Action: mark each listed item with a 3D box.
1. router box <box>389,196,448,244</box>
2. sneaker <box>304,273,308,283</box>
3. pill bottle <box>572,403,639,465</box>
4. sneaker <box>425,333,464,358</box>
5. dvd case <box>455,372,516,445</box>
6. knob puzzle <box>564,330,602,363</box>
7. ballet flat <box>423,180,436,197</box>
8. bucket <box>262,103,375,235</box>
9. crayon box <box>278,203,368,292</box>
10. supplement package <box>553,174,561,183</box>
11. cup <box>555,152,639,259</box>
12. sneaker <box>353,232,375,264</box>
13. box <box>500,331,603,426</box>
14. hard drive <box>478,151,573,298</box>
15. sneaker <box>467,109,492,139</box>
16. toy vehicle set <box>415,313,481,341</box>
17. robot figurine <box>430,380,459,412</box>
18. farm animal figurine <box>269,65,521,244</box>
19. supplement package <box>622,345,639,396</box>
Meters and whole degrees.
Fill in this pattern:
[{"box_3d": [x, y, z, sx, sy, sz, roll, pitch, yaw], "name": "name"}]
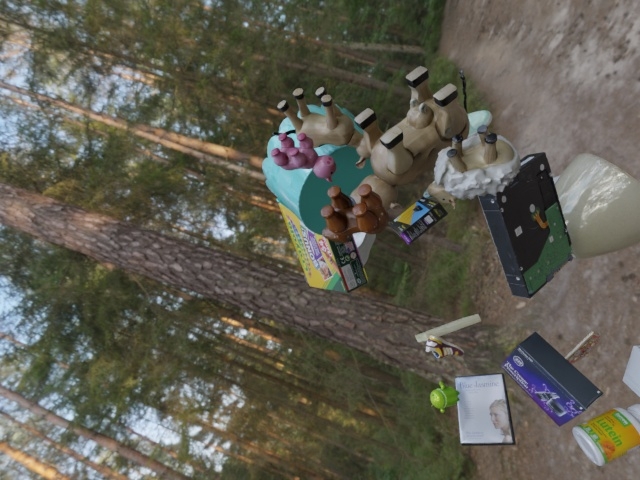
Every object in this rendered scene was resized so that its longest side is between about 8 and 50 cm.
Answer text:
[{"box_3d": [0.272, -0.059, 1.133, 0.133, 0.046, 0.179, -40, 8, 7], "name": "router box"}, {"box_3d": [-0.038, 0.146, 2.129, 0.071, 0.066, 0.188, -123, 40, -59], "name": "sneaker"}, {"box_3d": [1.062, 0.688, 1.434, 0.246, 0.136, 0.136, -27, -8, 2], "name": "pill bottle"}, {"box_3d": [0.526, 0.468, 1.704, 0.083, 0.186, 0.069, -65, 15, -10], "name": "sneaker"}, {"box_3d": [0.594, 0.612, 1.459, 0.022, 0.181, 0.252, 53, -146, -36], "name": "dvd case"}, {"box_3d": [1.120, 0.465, 1.687, 0.030, 0.213, 0.213, 51, 137, 45], "name": "knob puzzle"}, {"box_3d": [0.484, -0.217, 1.591, 0.070, 0.189, 0.070, 11, -106, -44], "name": "ballet flat"}, {"box_3d": [0.022, -0.156, 0.933, 0.183, 0.281, 0.281, 55, 143, 42], "name": "bucket"}, {"box_3d": [0.000, 0.000, 1.470, 0.313, 0.106, 0.362, -5, 106, 64], "name": "crayon box"}, {"box_3d": [0.936, -0.152, 1.547, 0.204, 0.262, 0.145, -93, -18, -73], "name": "supplement package"}, {"box_3d": [0.858, -0.077, 1.281, 0.237, 0.331, 0.331, -45, 0, 16], "name": "cup"}, {"box_3d": [0.193, 0.065, 2.288, 0.169, 0.108, 0.292, -15, 35, 52], "name": "sneaker"}, {"box_3d": [0.784, 0.477, 1.382, 0.103, 0.261, 0.184, -24, -36, -24], "name": "box"}, {"box_3d": [0.576, -0.042, 1.110, 0.237, 0.338, 0.064, -32, 16, -22], "name": "hard drive"}, {"box_3d": [0.477, -0.432, 1.440, 0.151, 0.256, 0.094, 44, -144, -48], "name": "sneaker"}, {"box_3d": [0.586, 0.408, 1.853, 0.166, 0.267, 0.035, 103, 148, -72], "name": "toy vehicle set"}, {"box_3d": [0.448, 0.567, 1.447, 0.067, 0.115, 0.101, 9, 100, 64], "name": "robot figurine"}, {"box_3d": [0.097, -0.137, 0.652, 0.172, 0.327, 0.330, 49, -160, -51], "name": "farm animal figurine"}, {"box_3d": [1.305, 0.517, 1.585, 0.105, 0.105, 0.179, -92, 0, -69], "name": "supplement package"}]
